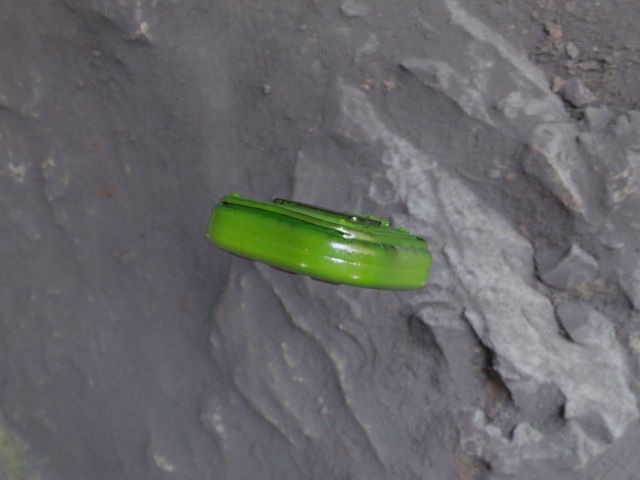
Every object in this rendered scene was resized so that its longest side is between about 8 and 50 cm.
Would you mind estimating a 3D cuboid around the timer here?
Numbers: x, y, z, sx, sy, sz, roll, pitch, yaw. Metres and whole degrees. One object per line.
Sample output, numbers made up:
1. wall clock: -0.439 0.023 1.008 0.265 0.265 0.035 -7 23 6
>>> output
1. timer: 0.000 0.000 0.573 0.140 0.128 0.047 15 95 35
